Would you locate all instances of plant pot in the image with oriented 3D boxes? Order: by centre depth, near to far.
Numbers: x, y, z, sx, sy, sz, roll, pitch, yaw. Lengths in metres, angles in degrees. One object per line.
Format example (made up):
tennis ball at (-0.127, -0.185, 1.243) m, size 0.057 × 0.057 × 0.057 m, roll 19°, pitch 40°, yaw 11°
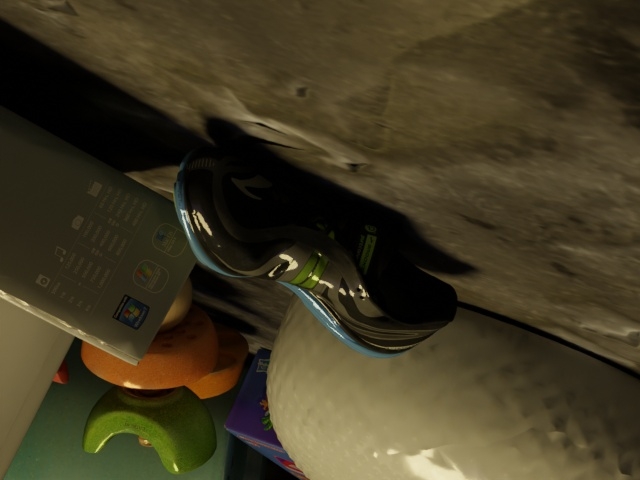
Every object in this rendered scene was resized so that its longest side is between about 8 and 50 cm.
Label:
plant pot at (-0.187, 0.192, 1.579) m, size 0.255 × 0.271 × 0.271 m, roll 6°, pitch 163°, yaw 11°

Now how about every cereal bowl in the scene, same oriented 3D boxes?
cereal bowl at (0.109, 0.158, 1.163) m, size 0.339 × 0.141 × 0.339 m, roll 23°, pitch 167°, yaw 6°

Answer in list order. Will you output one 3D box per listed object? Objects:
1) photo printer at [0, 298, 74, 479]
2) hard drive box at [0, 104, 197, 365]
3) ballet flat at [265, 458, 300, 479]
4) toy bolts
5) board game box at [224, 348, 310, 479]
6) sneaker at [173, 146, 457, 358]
photo printer at (-0.298, 0.061, 1.096) m, size 0.256 × 0.307 × 0.107 m, roll 28°, pitch 165°, yaw -9°
hard drive box at (-0.200, -0.037, 0.949) m, size 0.232 × 0.089 × 0.181 m, roll 29°, pitch 178°, yaw -27°
ballet flat at (-0.060, 0.236, 1.773) m, size 0.058 × 0.084 × 0.250 m, roll -25°, pitch 166°, yaw 35°
toy bolts at (-0.169, 0.052, 1.343) m, size 0.228 × 0.158 × 0.218 m, roll 10°, pitch -156°, yaw 15°
board game box at (0.121, 0.210, 1.478) m, size 0.347 × 0.078 × 0.233 m, roll 15°, pitch 164°, yaw 30°
sneaker at (0.000, 0.000, 0.923) m, size 0.188 × 0.067 × 0.078 m, roll 33°, pitch 143°, yaw -30°
